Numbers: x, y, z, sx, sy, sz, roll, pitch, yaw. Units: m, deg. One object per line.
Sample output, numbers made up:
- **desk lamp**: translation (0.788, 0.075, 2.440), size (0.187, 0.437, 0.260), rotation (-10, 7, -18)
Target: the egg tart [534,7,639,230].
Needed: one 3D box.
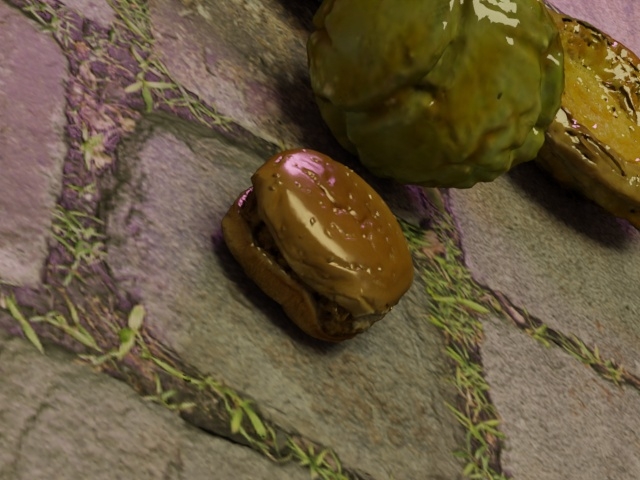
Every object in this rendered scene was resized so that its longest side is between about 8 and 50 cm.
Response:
- **egg tart**: translation (0.266, -0.124, 1.808), size (0.291, 0.107, 0.291), rotation (30, 36, -25)

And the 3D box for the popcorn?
- **popcorn**: translation (0.096, -0.145, 1.500), size (0.221, 0.204, 0.183), rotation (35, 10, -13)

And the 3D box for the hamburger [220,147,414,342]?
- **hamburger**: translation (0.000, 0.000, 1.301), size (0.147, 0.083, 0.138), rotation (49, 24, 1)

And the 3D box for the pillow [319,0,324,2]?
- **pillow**: translation (0.020, -0.328, 1.710), size (0.283, 0.138, 0.310), rotation (42, 25, -6)
